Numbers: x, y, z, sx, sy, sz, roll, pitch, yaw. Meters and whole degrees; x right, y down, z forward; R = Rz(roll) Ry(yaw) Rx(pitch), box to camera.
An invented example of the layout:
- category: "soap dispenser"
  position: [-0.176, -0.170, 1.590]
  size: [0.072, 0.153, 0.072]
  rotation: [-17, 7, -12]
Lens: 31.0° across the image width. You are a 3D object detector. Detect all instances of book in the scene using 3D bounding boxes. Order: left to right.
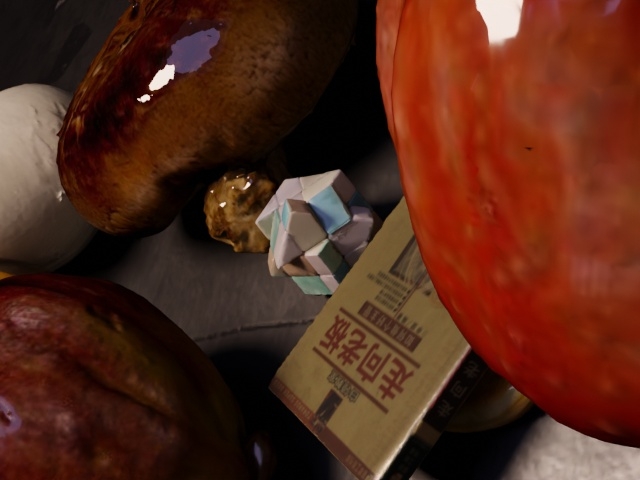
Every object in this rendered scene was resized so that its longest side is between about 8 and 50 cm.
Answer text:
- category: "book"
  position: [0.068, 0.026, 0.690]
  size: [0.231, 0.026, 0.161]
  rotation: [-55, 26, -1]

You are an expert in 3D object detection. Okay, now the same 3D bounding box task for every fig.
- category: "fig"
  position: [-0.163, 0.134, 0.769]
  size: [0.263, 0.224, 0.224]
  rotation: [26, 86, 48]

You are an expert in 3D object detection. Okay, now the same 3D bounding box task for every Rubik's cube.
- category: "Rubik's cube"
  position: [-0.003, -0.001, 0.783]
  size: [0.073, 0.075, 0.084]
  rotation: [-55, 15, -28]

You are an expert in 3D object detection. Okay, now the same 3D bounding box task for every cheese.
- category: "cheese"
  position: [-0.270, -0.052, 1.059]
  size: [0.189, 0.154, 0.198]
  rotation: [-59, -3, -11]

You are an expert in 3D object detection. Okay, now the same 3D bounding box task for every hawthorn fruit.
- category: "hawthorn fruit"
  position: [0.162, -0.024, 0.474]
  size: [0.287, 0.287, 0.330]
  rotation: [13, 117, 53]

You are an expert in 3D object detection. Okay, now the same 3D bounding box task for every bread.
- category: "bread"
  position: [0.095, 0.061, 0.670]
  size: [0.110, 0.024, 0.110]
  rotation: [-32, 43, 36]

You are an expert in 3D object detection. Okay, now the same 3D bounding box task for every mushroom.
- category: "mushroom"
  position: [-0.094, -0.118, 0.901]
  size: [0.297, 0.163, 0.278]
  rotation: [-40, 39, 32]

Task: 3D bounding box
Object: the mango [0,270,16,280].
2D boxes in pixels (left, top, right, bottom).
- category: "mango"
  position: [-0.295, 0.098, 1.020]
  size: [0.252, 0.126, 0.153]
  rotation: [21, 93, 47]
